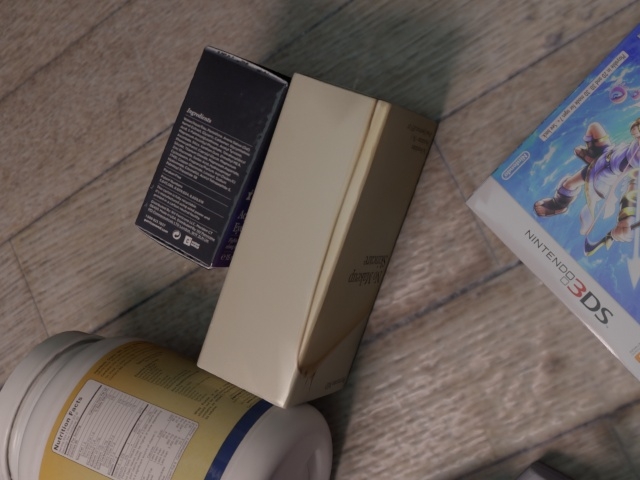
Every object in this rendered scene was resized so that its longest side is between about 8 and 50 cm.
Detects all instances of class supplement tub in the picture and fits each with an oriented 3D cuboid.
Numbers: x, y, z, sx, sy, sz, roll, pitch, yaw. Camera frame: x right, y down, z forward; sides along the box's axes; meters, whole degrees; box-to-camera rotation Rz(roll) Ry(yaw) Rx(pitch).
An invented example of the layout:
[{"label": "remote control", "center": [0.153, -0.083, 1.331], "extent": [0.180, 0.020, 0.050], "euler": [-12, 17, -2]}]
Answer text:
[{"label": "supplement tub", "center": [-0.170, 0.234, 0.969], "extent": [0.316, 0.228, 0.229], "euler": [17, 96, 24]}]

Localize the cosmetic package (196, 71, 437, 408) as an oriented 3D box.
[{"label": "cosmetic package", "center": [0.000, 0.000, 0.933], "extent": [0.113, 0.160, 0.310], "euler": [21, 99, 23]}]

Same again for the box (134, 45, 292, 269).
[{"label": "box", "center": [-0.083, -0.083, 0.974], "extent": [0.108, 0.153, 0.207], "euler": [28, 101, 22]}]

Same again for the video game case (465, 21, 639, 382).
[{"label": "video game case", "center": [0.314, -0.044, 0.844], "extent": [0.269, 0.061, 0.244], "euler": [-47, 73, 16]}]

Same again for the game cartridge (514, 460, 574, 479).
[{"label": "game cartridge", "center": [0.262, 0.371, 0.868], "extent": [0.297, 0.062, 0.198], "euler": [45, 111, 18]}]
